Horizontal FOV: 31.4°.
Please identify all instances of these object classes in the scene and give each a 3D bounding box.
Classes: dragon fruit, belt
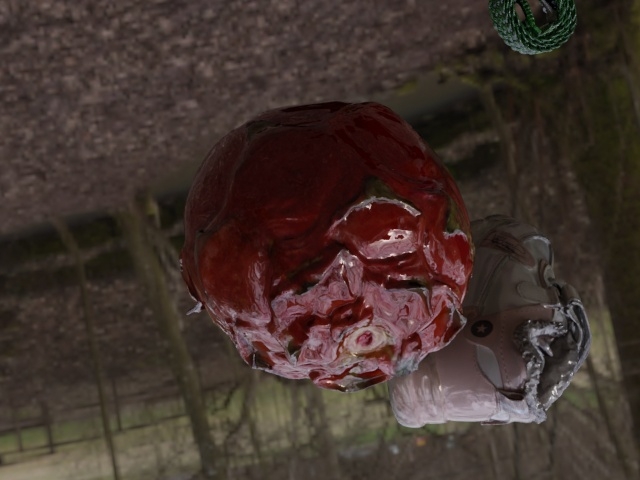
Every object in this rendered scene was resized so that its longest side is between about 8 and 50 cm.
[{"bbox_3d":[0.007,0.002,0.888,0.241,0.241,0.252,-14,-159,24],"label":"dragon fruit"},{"bbox_3d":[0.337,-0.373,1.842,0.121,0.151,0.079,-41,-166,-6],"label":"belt"}]

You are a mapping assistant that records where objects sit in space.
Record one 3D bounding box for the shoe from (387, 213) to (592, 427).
[{"bbox_3d":[0.235,0.108,1.387,0.198,0.172,0.351,6,-141,34],"label":"shoe"}]
